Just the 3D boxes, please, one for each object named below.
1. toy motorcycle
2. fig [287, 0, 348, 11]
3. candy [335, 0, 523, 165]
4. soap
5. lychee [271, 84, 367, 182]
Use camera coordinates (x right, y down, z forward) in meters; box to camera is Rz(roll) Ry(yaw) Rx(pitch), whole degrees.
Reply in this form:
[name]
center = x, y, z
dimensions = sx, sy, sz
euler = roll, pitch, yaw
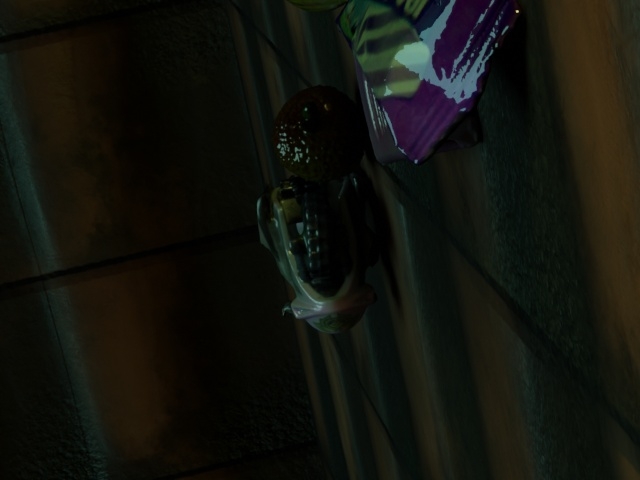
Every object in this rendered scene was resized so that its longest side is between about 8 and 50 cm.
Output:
[toy motorcycle]
center = 0.000, 0.000, 2.287
dimensions = 0.327, 0.143, 0.188
euler = -98, -4, -73
[fig]
center = -0.001, -0.266, 1.943
dimensions = 0.093, 0.093, 0.166
euler = 83, 171, -46
[candy]
center = 0.074, -0.172, 1.399
dimensions = 0.145, 0.070, 0.275
euler = -56, 29, 21
[soap]
center = 0.079, -0.130, 1.593
dimensions = 0.203, 0.065, 0.122
euler = 180, 77, -85
[lychee]
center = 0.000, -0.124, 2.148
dimensions = 0.146, 0.114, 0.114
euler = 39, -145, -71
